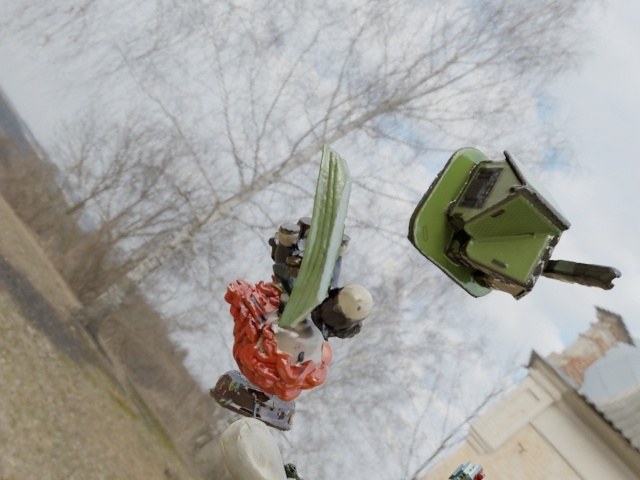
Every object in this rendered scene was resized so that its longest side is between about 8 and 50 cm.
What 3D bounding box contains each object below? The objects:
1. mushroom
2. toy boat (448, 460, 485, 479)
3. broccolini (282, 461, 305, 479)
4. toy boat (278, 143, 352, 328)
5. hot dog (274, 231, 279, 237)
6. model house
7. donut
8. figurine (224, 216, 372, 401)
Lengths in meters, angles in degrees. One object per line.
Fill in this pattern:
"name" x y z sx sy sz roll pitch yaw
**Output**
"mushroom" -0.100 0.398 1.240 0.212 0.097 0.088 48 -52 32
"toy boat" 0.332 0.587 1.745 0.059 0.069 0.173 42 -46 20
"broccolini" -0.049 0.601 1.831 0.218 0.044 0.042 177 -98 -67
"toy boat" 0.000 0.000 1.137 0.055 0.293 0.093 13 -5 16
"hot dog" -0.047 0.036 1.851 0.168 0.061 0.078 22 -11 -7
"model house" 0.311 -0.016 1.112 0.218 0.205 0.278 36 -10 -25
"donut" -0.164 0.398 1.841 0.235 0.089 0.235 23 -4 2
"figurine" -0.047 0.149 1.593 0.306 0.241 0.412 44 -55 4
